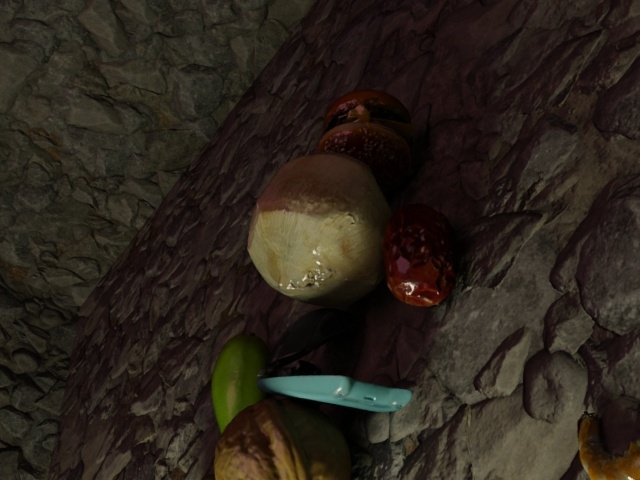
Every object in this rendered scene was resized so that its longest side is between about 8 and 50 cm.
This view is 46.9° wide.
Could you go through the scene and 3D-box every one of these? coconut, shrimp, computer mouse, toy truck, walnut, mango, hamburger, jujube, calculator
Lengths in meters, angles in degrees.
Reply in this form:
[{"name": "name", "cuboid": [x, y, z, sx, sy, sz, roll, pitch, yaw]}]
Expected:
[{"name": "coconut", "cuboid": [0.000, 0.000, 1.878, 0.404, 0.404, 0.405, -40, 34, 35]}, {"name": "shrimp", "cuboid": [0.481, 0.314, 1.173, 0.161, 0.049, 0.166, -51, 21, 22]}, {"name": "computer mouse", "cuboid": [-0.051, 0.247, 1.861, 0.167, 0.090, 0.379, -33, -4, 37]}, {"name": "toy truck", "cuboid": [-0.046, 0.396, 1.953, 0.079, 0.065, 0.147, -43, 34, 37]}, {"name": "walnut", "cuboid": [-0.083, 0.513, 1.662, 0.333, 0.332, 0.333, -40, 34, 35]}, {"name": "mango", "cuboid": [-0.234, 0.434, 2.134, 0.192, 0.156, 0.343, -36, 38, 41]}, {"name": "hamburger", "cuboid": [0.128, -0.257, 2.056, 0.291, 0.291, 0.225, -34, 39, 42]}, {"name": "jujube", "cuboid": [0.230, 0.033, 1.712, 0.174, 0.174, 0.251, -37, 41, 38]}, {"name": "calculator", "cuboid": [0.015, 0.348, 1.692, 0.386, 0.256, 0.055, -13, 64, 55]}]

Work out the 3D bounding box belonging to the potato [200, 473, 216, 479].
[{"name": "potato", "cuboid": [-0.298, 0.753, 1.901, 0.351, 0.202, 0.218, -51, 40, 3]}]
